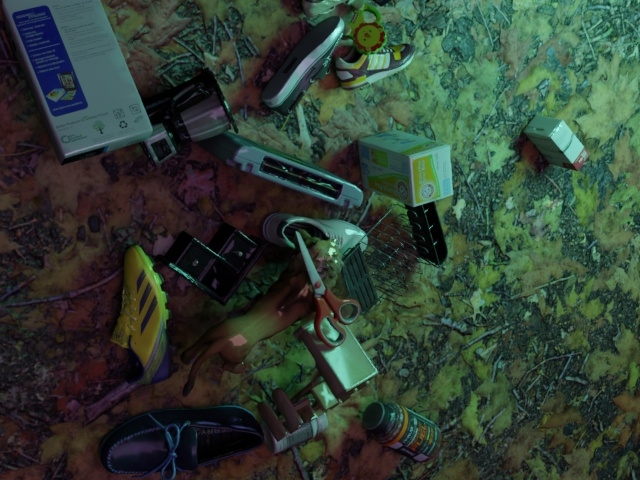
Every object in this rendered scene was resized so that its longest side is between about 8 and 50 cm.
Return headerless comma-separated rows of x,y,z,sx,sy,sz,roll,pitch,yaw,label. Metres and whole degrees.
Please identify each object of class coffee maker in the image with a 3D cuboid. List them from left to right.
-0.261,-0.230,1.716,0.178,0.171,0.120,-24,113,-4,coffee maker

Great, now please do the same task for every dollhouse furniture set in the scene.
-0.012,0.278,1.955,0.212,0.242,0.161,-23,74,-40,dollhouse furniture set

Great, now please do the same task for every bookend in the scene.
-0.216,0.022,1.846,0.156,0.072,0.157,40,82,-32,bookend

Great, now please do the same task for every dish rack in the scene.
0.159,0.038,2.031,0.271,0.074,0.208,-44,133,-25,dish rack

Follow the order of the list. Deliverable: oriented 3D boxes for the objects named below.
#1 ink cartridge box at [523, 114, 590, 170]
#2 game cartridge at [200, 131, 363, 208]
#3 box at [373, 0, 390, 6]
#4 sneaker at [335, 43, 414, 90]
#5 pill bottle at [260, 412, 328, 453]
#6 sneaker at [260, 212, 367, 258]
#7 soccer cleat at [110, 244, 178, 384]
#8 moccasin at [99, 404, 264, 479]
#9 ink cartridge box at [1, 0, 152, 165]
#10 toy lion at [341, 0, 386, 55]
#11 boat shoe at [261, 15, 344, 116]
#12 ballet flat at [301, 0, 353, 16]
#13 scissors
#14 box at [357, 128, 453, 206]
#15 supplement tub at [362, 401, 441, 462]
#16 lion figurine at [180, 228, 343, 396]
0.565,-0.235,2.205,0.135,0.099,0.056,41,82,-33,ink cartridge box
-0.079,-0.144,1.802,0.294,0.196,0.060,18,95,-33,game cartridge
0.080,-0.600,1.762,0.247,0.142,0.163,29,50,-34,box
0.115,-0.383,1.920,0.186,0.070,0.083,-32,123,-20,sneaker
-0.058,0.415,2.050,0.137,0.078,0.078,-17,112,-25,pill bottle
0.000,0.000,1.952,0.258,0.091,0.094,7,101,-31,sneaker
-0.355,0.153,1.794,0.121,0.093,0.289,-14,110,-19,soccer cleat
-0.277,0.409,1.897,0.342,0.117,0.137,-12,110,-27,moccasin
-0.427,-0.308,1.584,0.165,0.065,0.332,-20,86,-23,ink cartridge box
0.094,-0.430,1.878,0.096,0.034,0.100,25,78,5,toy lion
-0.021,-0.345,1.850,0.228,0.080,0.076,-53,128,-5,boat shoe
0.034,-0.496,1.860,0.168,0.057,0.052,-23,143,-19,ballet flat
-0.007,0.103,1.765,0.109,0.021,0.297,-49,136,-11,scissors
0.177,-0.155,1.943,0.103,0.203,0.114,-18,113,-25,box
0.190,0.450,2.187,0.198,0.106,0.106,32,87,-33,supplement tub
-0.116,0.153,1.823,0.142,0.240,0.392,44,64,1,lion figurine
